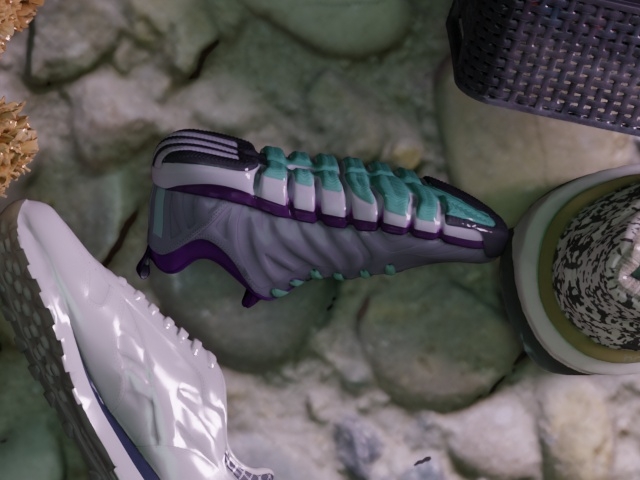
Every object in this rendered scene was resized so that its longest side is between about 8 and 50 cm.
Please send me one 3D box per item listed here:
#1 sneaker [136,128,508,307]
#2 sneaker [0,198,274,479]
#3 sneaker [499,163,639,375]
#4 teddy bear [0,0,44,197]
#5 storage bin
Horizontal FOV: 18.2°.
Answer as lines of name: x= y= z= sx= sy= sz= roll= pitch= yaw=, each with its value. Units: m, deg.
sneaker: x=0.000 y=0.000 z=1.235 sx=0.224 sy=0.083 sz=0.098 roll=13 pitch=109 yaw=-3
sneaker: x=-0.119 y=0.073 z=1.211 sx=0.095 sy=0.090 sz=0.235 roll=-30 pitch=98 yaw=-20
sneaker: x=0.324 y=-0.006 z=1.214 sx=0.410 sy=0.182 sz=0.158 roll=-17 pitch=92 yaw=-8
teddy bear: x=-0.283 y=-0.086 z=1.167 sx=0.245 sy=0.113 sz=0.338 roll=44 pitch=84 yaw=-3
storage bin: x=0.175 y=-0.131 z=1.211 sx=0.180 sy=0.122 sz=0.084 roll=11 pitch=120 yaw=-7
